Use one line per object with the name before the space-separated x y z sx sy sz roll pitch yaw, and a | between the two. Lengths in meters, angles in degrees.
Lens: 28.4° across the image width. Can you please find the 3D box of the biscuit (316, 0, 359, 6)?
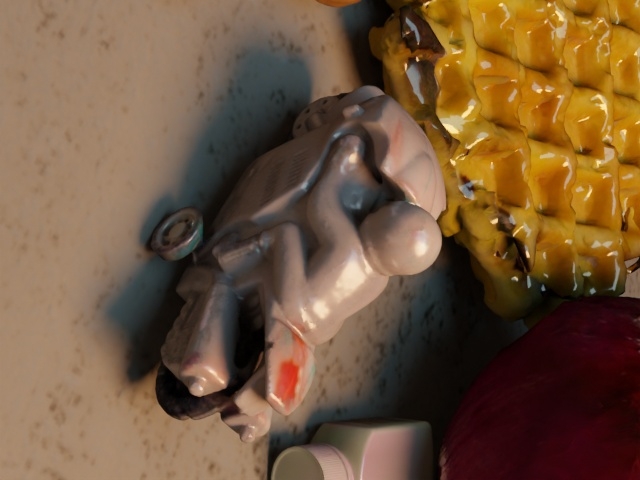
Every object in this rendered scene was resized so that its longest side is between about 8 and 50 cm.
biscuit | -0.073 -0.291 0.776 0.355 0.052 0.275 22 70 -43

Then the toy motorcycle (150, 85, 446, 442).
toy motorcycle | 0.000 0.000 0.772 0.110 0.171 0.260 49 54 -33

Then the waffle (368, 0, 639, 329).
waffle | 0.182 -0.143 1.023 0.379 0.095 0.382 -46 119 -37

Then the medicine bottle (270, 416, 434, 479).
medicine bottle | 0.024 0.164 0.879 0.118 0.055 0.074 2 90 -48

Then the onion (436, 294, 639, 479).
onion | 0.227 0.243 0.942 0.348 0.348 0.385 -19 141 -45
